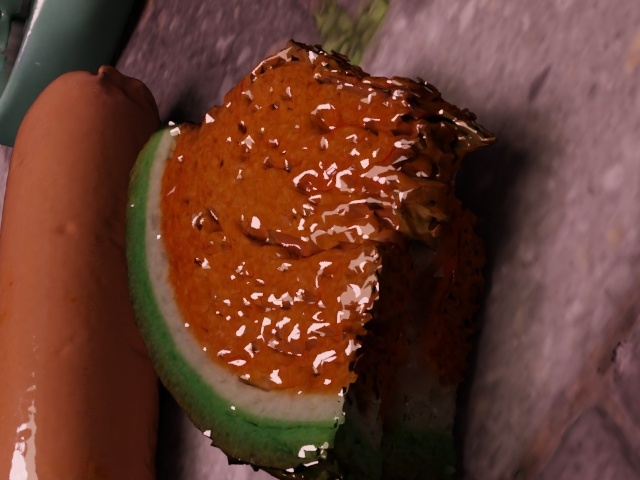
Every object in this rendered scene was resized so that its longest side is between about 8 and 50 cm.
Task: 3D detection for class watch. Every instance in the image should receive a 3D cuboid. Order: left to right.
[{"bbox_3d":[-0.173,-0.173,1.087,0.195,0.068,0.237,-34,51,51],"label":"watch"}]

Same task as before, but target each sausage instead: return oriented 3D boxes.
[{"bbox_3d":[-0.119,0.043,0.859,0.086,0.086,0.289,-36,47,46],"label":"sausage"}]

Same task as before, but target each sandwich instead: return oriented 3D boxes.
[{"bbox_3d":[-0.004,0.007,0.701,0.159,0.079,0.235,-61,34,0],"label":"sandwich"}]
